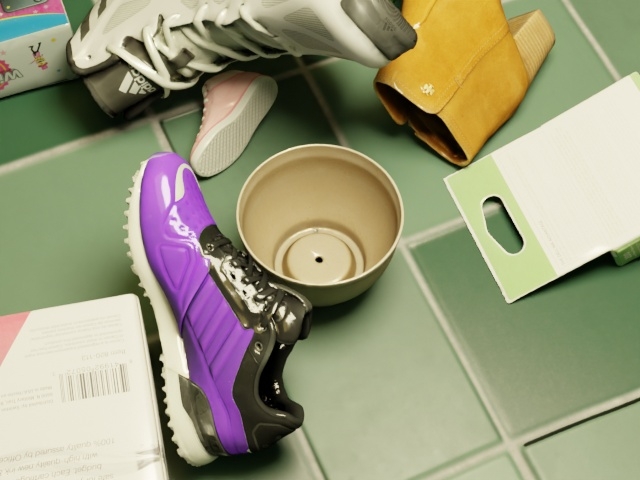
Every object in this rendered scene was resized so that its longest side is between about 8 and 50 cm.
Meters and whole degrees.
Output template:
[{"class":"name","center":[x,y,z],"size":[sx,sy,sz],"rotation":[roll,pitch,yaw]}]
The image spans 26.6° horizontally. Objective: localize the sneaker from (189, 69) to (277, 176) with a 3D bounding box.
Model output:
[{"class":"sneaker","center":[-0.110,-0.131,1.465],"size":[0.070,0.051,0.134],"rotation":[25,72,36]}]

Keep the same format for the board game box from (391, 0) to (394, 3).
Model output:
[{"class":"board game box","center":[0.087,-0.344,1.566],"size":[0.043,0.092,0.181],"rotation":[23,61,12]}]

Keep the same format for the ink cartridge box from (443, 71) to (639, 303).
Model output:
[{"class":"ink cartridge box","center":[0.271,-0.049,1.415],"size":[0.235,0.056,0.171],"rotation":[-30,60,10]}]

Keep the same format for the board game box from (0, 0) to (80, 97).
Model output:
[{"class":"board game box","center":[-0.417,-0.293,1.531],"size":[0.224,0.097,0.303],"rotation":[-18,61,-10]}]

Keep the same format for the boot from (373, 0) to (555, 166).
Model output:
[{"class":"boot","center":[0.113,-0.241,1.439],"size":[0.295,0.104,0.211],"rotation":[48,62,-13]}]

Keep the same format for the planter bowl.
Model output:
[{"class":"planter bowl","center":[0.000,0.000,1.348],"size":[0.162,0.109,0.162],"rotation":[0,59,0]}]

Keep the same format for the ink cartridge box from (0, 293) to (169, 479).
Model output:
[{"class":"ink cartridge box","center":[-0.243,0.209,1.214],"size":[0.207,0.117,0.283],"rotation":[-9,59,-6]}]

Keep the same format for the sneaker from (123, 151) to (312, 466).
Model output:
[{"class":"sneaker","center":[-0.080,0.053,1.249],"size":[0.146,0.102,0.293],"rotation":[-12,92,21]}]

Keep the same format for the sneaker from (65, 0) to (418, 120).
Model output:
[{"class":"sneaker","center":[-0.099,-0.198,1.388],"size":[0.257,0.169,0.447],"rotation":[-50,37,-5]}]
